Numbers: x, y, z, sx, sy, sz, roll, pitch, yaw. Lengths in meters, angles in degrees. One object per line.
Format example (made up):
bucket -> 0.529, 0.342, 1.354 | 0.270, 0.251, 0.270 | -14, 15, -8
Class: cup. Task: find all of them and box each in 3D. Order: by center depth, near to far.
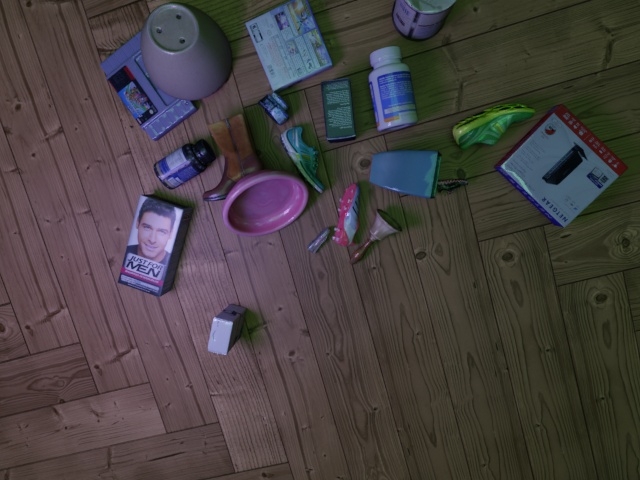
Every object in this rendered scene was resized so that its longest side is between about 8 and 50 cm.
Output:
cup -> -0.496, -0.700, 1.518 | 0.331, 0.237, 0.331 | 0, 91, -5

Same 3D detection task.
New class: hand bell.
hand bell -> 0.193, 0.006, 1.676 | 0.126, 0.126, 0.242 | 39, 113, -1

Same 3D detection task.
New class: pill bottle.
pill bottle -> 0.258, -0.547, 1.550 | 0.152, 0.152, 0.272 | -10, 97, 6
pill bottle -> -0.526, -0.301, 1.667 | 0.219, 0.123, 0.123 | -28, 95, 8

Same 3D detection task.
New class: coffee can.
coffee can -> 0.354, -0.819, 1.439 | 0.202, 0.275, 0.201 | 1, 98, 4

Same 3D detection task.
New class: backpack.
backpack -> -0.166, -0.500, 1.617 | 0.084, 0.105, 0.114 | -39, 99, 10

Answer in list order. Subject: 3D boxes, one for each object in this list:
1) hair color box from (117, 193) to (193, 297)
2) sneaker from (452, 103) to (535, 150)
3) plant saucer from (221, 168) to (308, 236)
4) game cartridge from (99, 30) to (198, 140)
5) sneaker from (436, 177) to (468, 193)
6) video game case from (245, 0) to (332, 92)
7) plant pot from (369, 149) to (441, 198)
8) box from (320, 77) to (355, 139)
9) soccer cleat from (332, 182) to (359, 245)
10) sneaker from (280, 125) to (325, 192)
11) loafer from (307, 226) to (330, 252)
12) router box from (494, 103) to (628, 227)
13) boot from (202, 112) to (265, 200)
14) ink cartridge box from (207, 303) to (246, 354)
hair color box -> -0.667, 0.018, 1.730 | 0.185, 0.113, 0.374 | 19, 99, 2
sneaker -> 0.635, -0.420, 1.574 | 0.296, 0.109, 0.123 | -19, 119, 6
plant saucer -> -0.210, -0.148, 1.595 | 0.332, 0.332, 0.084 | -32, 60, 8
game cartridge -> -0.674, -0.598, 1.671 | 0.230, 0.068, 0.355 | -34, 94, 4
sneaker -> 0.505, -0.207, 1.635 | 0.119, 0.047, 0.057 | -3, 104, 13
video game case -> -0.115, -0.730, 1.601 | 0.244, 0.061, 0.269 | -21, 96, 9
plant pot -> 0.312, -0.254, 1.583 | 0.234, 0.166, 0.165 | 11, 99, 20
box -> 0.068, -0.473, 1.577 | 0.108, 0.153, 0.207 | -6, 99, 5
soccer cleat -> 0.119, -0.098, 1.674 | 0.095, 0.083, 0.248 | 12, 95, -27
sneaker -> -0.051, -0.310, 1.640 | 0.110, 0.107, 0.275 | -29, 95, -1
loafer -> 0.000, 0.000, 1.710 | 0.039, 0.045, 0.125 | 40, 107, -19
router box -> 0.878, -0.269, 1.572 | 0.335, 0.082, 0.301 | 42, 99, -2
boot -> -0.359, -0.304, 1.589 | 0.264, 0.096, 0.280 | -22, 95, 7
ink cartridge box -> -0.372, 0.352, 1.713 | 0.082, 0.190, 0.139 | 14, 99, 3
